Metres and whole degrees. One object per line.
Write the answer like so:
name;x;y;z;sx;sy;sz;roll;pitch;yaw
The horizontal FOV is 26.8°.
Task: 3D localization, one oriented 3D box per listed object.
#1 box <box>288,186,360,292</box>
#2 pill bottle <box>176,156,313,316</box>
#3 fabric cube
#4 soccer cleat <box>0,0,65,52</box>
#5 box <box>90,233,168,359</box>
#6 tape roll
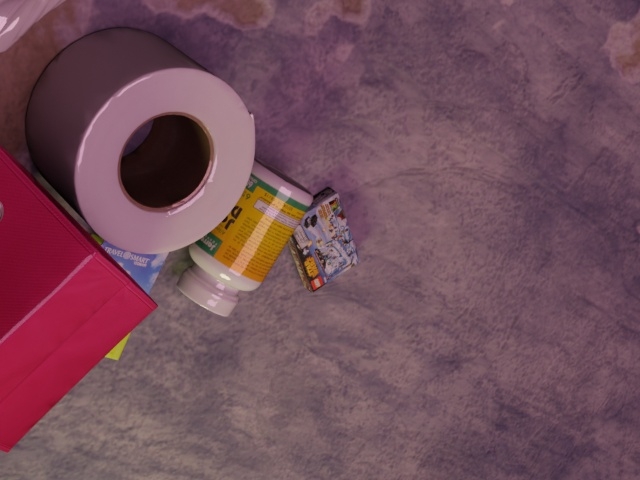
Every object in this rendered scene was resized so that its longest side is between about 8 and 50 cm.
box;0.000;0.000;2.009;0.094;0.027;0.137;-33;128;-18
pill bottle;-0.110;-0.004;1.872;0.117;0.117;0.208;27;98;-41
fabric cube;-0.391;0.052;1.564;0.258;0.254;0.259;-43;162;-6
soccer cleat;-0.362;-0.270;1.592;0.196;0.068;0.076;-27;132;-11
box;-0.290;0.070;1.837;0.109;0.042;0.178;17;103;-40
tape roll;-0.227;-0.127;1.690;0.246;0.169;0.246;-16;122;-28
